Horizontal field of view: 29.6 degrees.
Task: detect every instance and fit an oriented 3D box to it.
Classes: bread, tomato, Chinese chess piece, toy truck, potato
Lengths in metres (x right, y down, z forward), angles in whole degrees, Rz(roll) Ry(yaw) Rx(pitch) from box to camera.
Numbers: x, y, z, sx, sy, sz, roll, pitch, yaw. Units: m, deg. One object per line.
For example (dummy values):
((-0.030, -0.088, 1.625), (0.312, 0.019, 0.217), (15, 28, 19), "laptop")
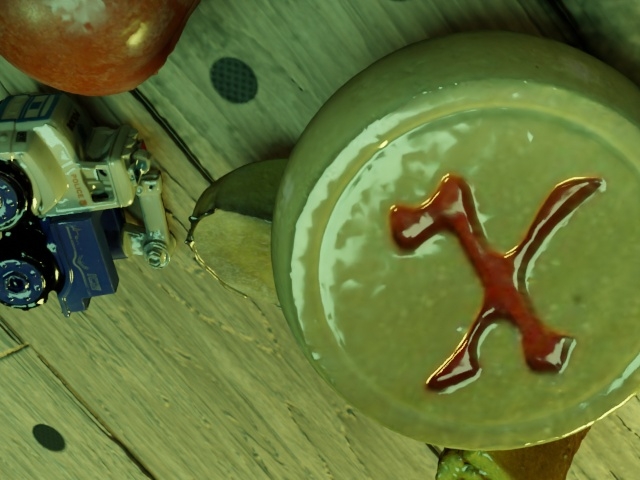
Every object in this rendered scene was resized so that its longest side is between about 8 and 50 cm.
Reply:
((0.178, 0.188, 1.119), (0.103, 0.172, 0.132), (-24, 110, 38), "bread")
((-0.184, -0.223, 0.960), (0.184, 0.208, 0.208), (28, 133, -6), "tomato")
((0.129, 0.002, 0.959), (0.338, 0.140, 0.338), (0, 114, 1), "Chinese chess piece")
((-0.244, -0.041, 1.185), (0.177, 0.161, 0.213), (-6, 123, 7), "toy truck")
((0.000, 0.000, 1.118), (0.243, 0.098, 0.138), (15, 143, -6), "potato")
